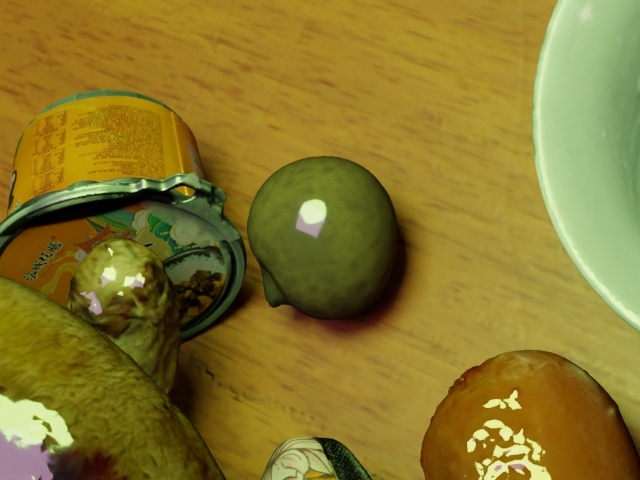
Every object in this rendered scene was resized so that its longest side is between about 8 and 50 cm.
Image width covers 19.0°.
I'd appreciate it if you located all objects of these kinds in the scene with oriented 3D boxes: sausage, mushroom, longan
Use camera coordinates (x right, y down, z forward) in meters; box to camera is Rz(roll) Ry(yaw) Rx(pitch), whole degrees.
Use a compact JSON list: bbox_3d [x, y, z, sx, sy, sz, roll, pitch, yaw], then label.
[{"bbox_3d":[0.131,0.187,1.095,0.133,0.133,0.258,-16,63,23],"label":"sausage"},{"bbox_3d":[-0.207,0.178,1.209,0.345,0.239,0.345,-6,82,53],"label":"mushroom"},{"bbox_3d":[0.000,0.000,1.258,0.113,0.092,0.113,2,94,25],"label":"longan"}]

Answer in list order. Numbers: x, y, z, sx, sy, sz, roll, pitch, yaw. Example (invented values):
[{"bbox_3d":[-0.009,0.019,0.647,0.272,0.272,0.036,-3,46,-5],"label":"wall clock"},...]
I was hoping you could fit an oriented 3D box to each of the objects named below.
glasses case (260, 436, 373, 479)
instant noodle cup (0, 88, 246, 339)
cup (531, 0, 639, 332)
[{"bbox_3d":[0.021,0.237,1.094,0.321,0.082,0.122,-117,36,-55],"label":"glasses case"},{"bbox_3d":[-0.146,-0.022,1.310,0.208,0.177,0.126,-31,47,25],"label":"instant noodle cup"},{"bbox_3d":[0.309,-0.065,1.067,0.347,0.163,0.347,-11,66,26],"label":"cup"}]
